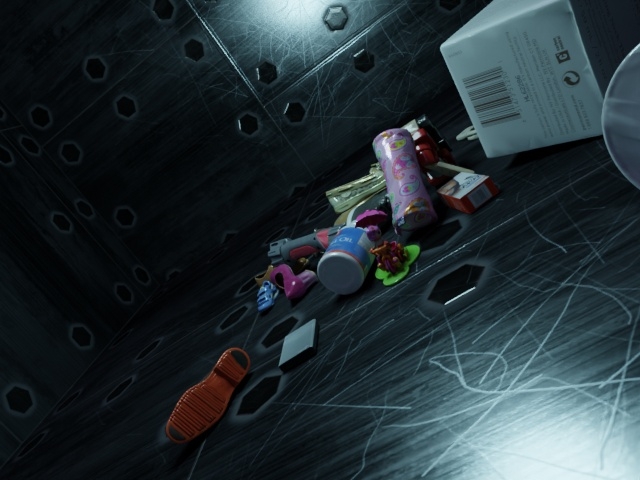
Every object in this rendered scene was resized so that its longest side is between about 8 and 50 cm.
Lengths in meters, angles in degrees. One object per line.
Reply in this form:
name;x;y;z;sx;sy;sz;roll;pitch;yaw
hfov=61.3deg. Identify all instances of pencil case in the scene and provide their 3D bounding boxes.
pencil case;0.221;-0.158;1.446;0.124;0.284;0.124;-9;-23;-4

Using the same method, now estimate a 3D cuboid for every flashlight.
flashlight;-0.028;0.030;1.693;0.304;0.103;0.103;-19;43;37

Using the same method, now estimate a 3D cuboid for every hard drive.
hard drive;-0.049;0.244;1.263;0.094;0.022;0.135;-33;14;13

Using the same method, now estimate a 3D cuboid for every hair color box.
hair color box;0.372;-0.125;1.381;0.093;0.053;0.167;-38;12;-1

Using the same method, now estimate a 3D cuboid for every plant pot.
plant pot;0.153;-0.107;1.910;0.236;0.032;0.236;-35;13;9

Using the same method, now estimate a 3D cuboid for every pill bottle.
pill bottle;0.082;0.033;1.425;0.124;0.124;0.221;-28;16;32

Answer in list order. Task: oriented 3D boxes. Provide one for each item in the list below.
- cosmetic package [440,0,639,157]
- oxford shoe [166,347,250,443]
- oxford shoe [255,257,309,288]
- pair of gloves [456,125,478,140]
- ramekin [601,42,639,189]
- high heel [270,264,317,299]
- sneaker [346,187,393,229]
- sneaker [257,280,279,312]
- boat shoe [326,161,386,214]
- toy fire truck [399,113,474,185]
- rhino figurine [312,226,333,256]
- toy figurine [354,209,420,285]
cosmetic package;0.574;-0.465;1.346;0.327;0.329;0.394;-7;31;49
oxford shoe;-0.265;0.375;1.270;0.271;0.097;0.098;-45;-5;-47
oxford shoe;-0.135;0.106;1.828;0.212;0.076;0.076;-30;13;21
pair of gloves;0.596;-0.430;1.863;0.240;0.042;0.204;-36;13;-2
ramekin;0.544;-0.181;0.729;0.127;0.273;0.273;-31;9;-32
high heel;-0.117;0.139;1.667;0.117;0.082;0.244;-35;23;-31
sneaker;0.190;-0.097;1.624;0.147;0.104;0.296;-31;10;43
sneaker;-0.176;0.179;1.718;0.053;0.059;0.144;-30;16;18
boat shoe;0.150;-0.187;1.709;0.285;0.089;0.104;-32;1;12
toy fire truck;0.351;-0.227;1.583;0.158;0.217;0.246;-31;57;22
rhino figurine;0.000;0.000;1.850;0.106;0.073;0.243;-44;14;-13
toy figurine;0.142;0.004;1.296;0.130;0.159;0.173;-31;15;23
